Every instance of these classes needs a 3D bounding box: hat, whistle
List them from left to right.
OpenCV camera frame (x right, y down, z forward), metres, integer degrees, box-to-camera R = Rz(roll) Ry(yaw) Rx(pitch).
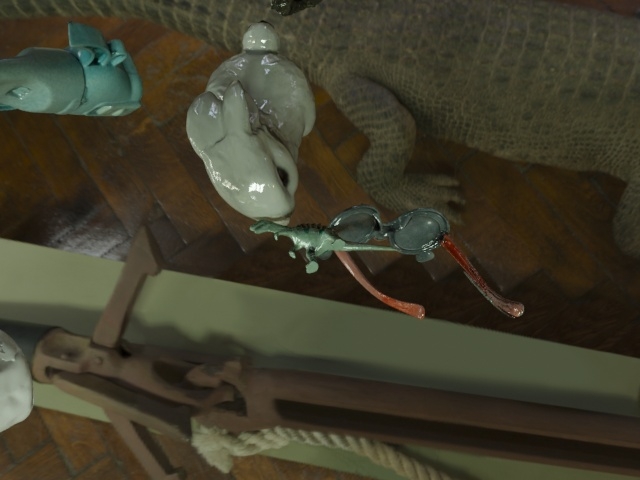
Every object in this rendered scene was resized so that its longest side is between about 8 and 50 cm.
[{"bbox_3d":[-0.432,0.183,0.816,0.203,0.126,0.203,14,110,42],"label":"hat"},{"bbox_3d":[-0.317,-0.201,0.849,0.186,0.274,0.093,-21,92,25],"label":"whistle"}]

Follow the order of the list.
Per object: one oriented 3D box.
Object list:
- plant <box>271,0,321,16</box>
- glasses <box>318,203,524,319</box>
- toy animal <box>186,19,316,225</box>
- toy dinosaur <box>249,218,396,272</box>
[{"bbox_3d":[-0.039,-0.350,0.930,0.087,0.174,0.085,6,104,-2],"label":"plant"},{"bbox_3d":[0.143,0.056,1.020,0.234,0.118,0.268,4,35,-27],"label":"glasses"},{"bbox_3d":[-0.104,-0.177,1.054,0.194,0.357,0.258,-12,119,7],"label":"toy animal"},{"bbox_3d":[0.001,-0.004,0.940,0.187,0.044,0.106,-10,29,-25],"label":"toy dinosaur"}]
